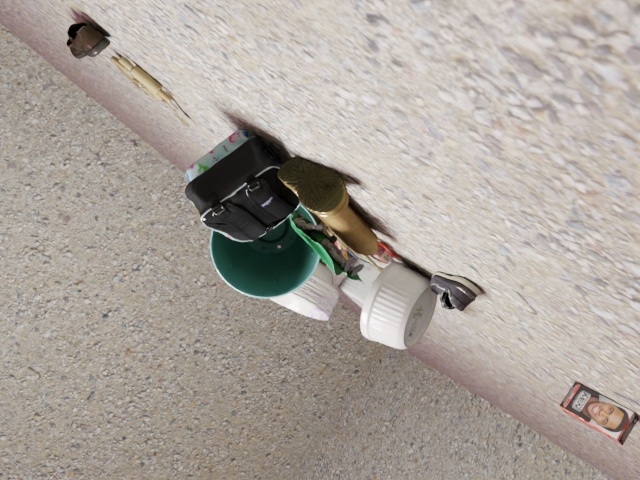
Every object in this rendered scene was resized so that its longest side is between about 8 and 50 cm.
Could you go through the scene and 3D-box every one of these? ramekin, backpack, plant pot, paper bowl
[{"bbox_3d":[0.198,0.165,1.444,0.109,0.207,0.207,23,166,30],"label":"ramekin"},{"bbox_3d":[-0.171,-0.114,1.369,0.191,0.225,0.253,58,-171,29],"label":"backpack"},{"bbox_3d":[-0.145,-0.016,1.664,0.293,0.293,0.235,39,-169,-11],"label":"plant pot"},{"bbox_3d":[-0.074,0.132,1.891,0.284,0.148,0.284,22,165,6],"label":"paper bowl"}]

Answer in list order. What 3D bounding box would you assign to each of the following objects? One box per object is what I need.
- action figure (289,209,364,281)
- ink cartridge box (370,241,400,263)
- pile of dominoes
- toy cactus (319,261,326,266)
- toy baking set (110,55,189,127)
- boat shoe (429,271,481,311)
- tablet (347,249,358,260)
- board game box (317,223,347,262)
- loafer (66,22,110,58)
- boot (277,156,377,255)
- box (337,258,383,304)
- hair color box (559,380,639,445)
[{"bbox_3d":[0.000,0.000,1.347,0.232,0.063,0.137,42,-178,35],"label":"action figure"},{"bbox_3d":[0.146,0.029,1.482,0.063,0.029,0.115,40,173,-19],"label":"ink cartridge box"},{"bbox_3d":[0.088,0.033,1.537,0.251,0.040,0.196,47,-178,39],"label":"pile of dominoes"},{"bbox_3d":[-0.040,0.009,1.962,0.180,0.112,0.219,50,161,-25],"label":"toy cactus"},{"bbox_3d":[-0.455,-0.410,1.620,0.256,0.030,0.197,39,175,-9],"label":"toy baking set"},{"bbox_3d":[0.273,0.115,1.282,0.075,0.065,0.206,38,173,-6],"label":"boat shoe"},{"bbox_3d":[0.087,0.036,1.898,0.083,0.006,0.054,41,171,-35],"label":"tablet"},{"bbox_3d":[-0.026,-0.004,1.816,0.259,0.039,0.124,29,143,35],"label":"board game box"},{"bbox_3d":[-0.591,-0.510,1.485,0.220,0.080,0.078,20,152,51],"label":"loafer"},{"bbox_3d":[0.050,-0.051,1.257,0.269,0.089,0.236,44,-178,-39],"label":"boot"},{"bbox_3d":[0.182,0.169,1.830,0.182,0.119,0.181,42,171,-28],"label":"box"},{"bbox_3d":[0.608,0.376,1.301,0.043,0.072,0.141,43,170,-37],"label":"hair color box"}]
